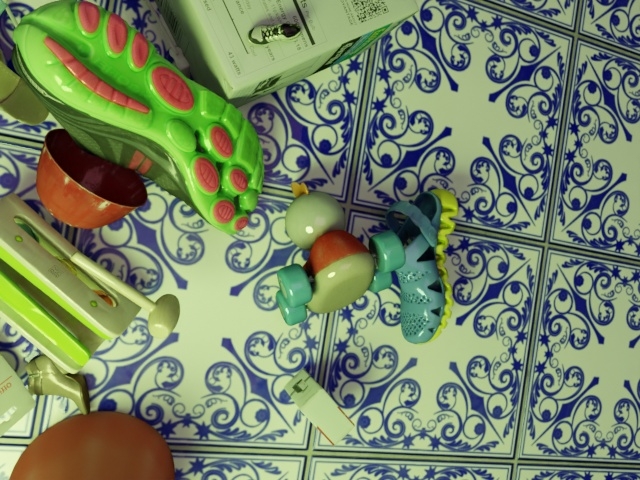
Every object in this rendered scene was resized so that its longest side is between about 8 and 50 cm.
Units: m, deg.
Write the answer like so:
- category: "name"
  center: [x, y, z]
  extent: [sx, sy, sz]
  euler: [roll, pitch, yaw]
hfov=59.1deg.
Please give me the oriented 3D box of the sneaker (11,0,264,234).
- category: "sneaker"
  center: [-0.264, -0.181, 0.908]
  extent: [0.483, 0.202, 0.185]
  euler: [47, 65, -43]

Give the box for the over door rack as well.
- category: "over door rack"
  center: [-0.388, -0.380, 0.932]
  extent: [0.239, 0.108, 0.324]
  euler: [-29, 100, -16]

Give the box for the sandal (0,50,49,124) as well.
- category: "sandal"
  center: [-0.543, -0.281, 0.899]
  extent: [0.088, 0.079, 0.240]
  euler: [-47, 122, -8]

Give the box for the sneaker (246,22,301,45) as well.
- category: "sneaker"
  center: [-0.068, -0.312, 0.843]
  extent: [0.083, 0.037, 0.032]
  euler: [-15, 99, -17]

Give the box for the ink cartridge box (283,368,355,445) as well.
- category: "ink cartridge box"
  center: [-0.005, 0.309, 1.058]
  extent: [0.056, 0.135, 0.099]
  euler: [-42, 103, -11]

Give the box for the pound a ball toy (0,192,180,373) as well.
- category: "pound a ball toy"
  center: [-0.391, 0.058, 0.904]
  extent: [0.208, 0.135, 0.319]
  euler: [-39, 105, 22]

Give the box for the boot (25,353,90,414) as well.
- category: "boot"
  center: [-0.447, 0.247, 0.959]
  extent: [0.087, 0.042, 0.118]
  euler: [-11, 93, -12]

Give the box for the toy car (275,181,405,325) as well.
- category: "toy car"
  center: [0.000, 0.000, 1.057]
  extent: [0.219, 0.210, 0.238]
  euler: [-19, 69, -14]

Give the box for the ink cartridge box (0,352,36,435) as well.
- category: "ink cartridge box"
  center: [-0.552, 0.218, 0.873]
  extent: [0.067, 0.115, 0.198]
  euler: [-27, 101, 25]

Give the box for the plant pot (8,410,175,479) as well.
- category: "plant pot"
  center: [-0.358, 0.431, 0.882]
  extent: [0.275, 0.243, 0.275]
  euler: [0, 90, -19]

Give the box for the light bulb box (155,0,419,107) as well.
- category: "light bulb box"
  center: [-0.089, -0.459, 0.970]
  extent: [0.361, 0.225, 0.358]
  euler: [-28, 100, -17]

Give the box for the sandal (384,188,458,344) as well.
- category: "sandal"
  center: [0.184, 0.045, 1.120]
  extent: [0.138, 0.126, 0.317]
  euler: [9, 79, -34]

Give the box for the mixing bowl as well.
- category: "mixing bowl"
  center: [-0.386, -0.084, 0.919]
  extent: [0.181, 0.181, 0.098]
  euler: [39, 107, -16]

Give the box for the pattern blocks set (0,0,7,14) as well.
- category: "pattern blocks set"
  center: [-0.620, -0.368, 0.787]
  extent: [0.285, 0.026, 0.325]
  euler: [-43, 93, 0]
